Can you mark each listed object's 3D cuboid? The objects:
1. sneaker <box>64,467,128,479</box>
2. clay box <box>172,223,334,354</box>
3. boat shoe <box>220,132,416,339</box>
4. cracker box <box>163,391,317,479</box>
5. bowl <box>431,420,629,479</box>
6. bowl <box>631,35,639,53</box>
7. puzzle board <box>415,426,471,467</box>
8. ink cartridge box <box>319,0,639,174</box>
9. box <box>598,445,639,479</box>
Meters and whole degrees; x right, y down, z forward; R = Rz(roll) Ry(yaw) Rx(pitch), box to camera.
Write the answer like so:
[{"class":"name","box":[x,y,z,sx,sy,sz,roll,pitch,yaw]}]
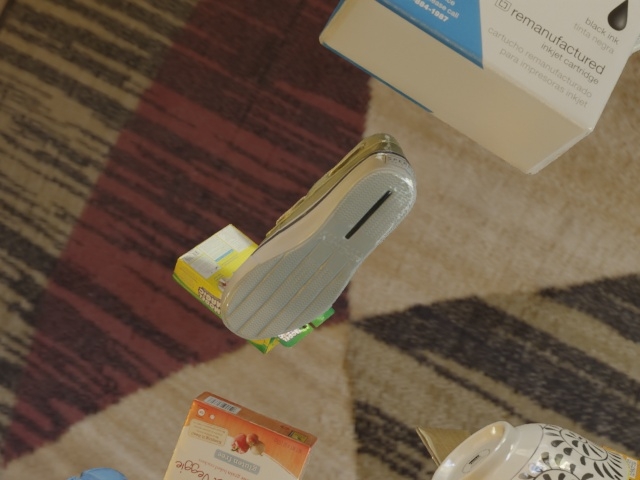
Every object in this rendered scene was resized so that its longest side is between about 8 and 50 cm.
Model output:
[{"class":"sneaker","box":[-0.077,0.186,0.552,0.078,0.067,0.188,22,126,44]},{"class":"clay box","box":[-0.101,0.081,2.013,0.222,0.127,0.053,39,136,16]},{"class":"boat shoe","box":[0.000,0.000,1.528,0.302,0.109,0.094,-42,24,24]},{"class":"cracker box","box":[-0.118,0.322,1.620,0.156,0.067,0.232,21,96,7]},{"class":"bowl","box":[0.133,0.186,0.968,0.170,0.170,0.080,-40,95,14]},{"class":"bowl","box":[0.297,-0.307,1.739,0.298,0.134,0.297,6,55,-8]},{"class":"puzzle board","box":[0.190,0.301,1.767,0.011,0.096,0.128,-56,43,26]},{"class":"ink cartridge box","box":[0.224,-0.321,1.450,0.285,0.166,0.394,31,70,-6]},{"class":"box","box":[0.329,0.260,1.496,0.081,0.136,0.028,-10,60,51]}]
